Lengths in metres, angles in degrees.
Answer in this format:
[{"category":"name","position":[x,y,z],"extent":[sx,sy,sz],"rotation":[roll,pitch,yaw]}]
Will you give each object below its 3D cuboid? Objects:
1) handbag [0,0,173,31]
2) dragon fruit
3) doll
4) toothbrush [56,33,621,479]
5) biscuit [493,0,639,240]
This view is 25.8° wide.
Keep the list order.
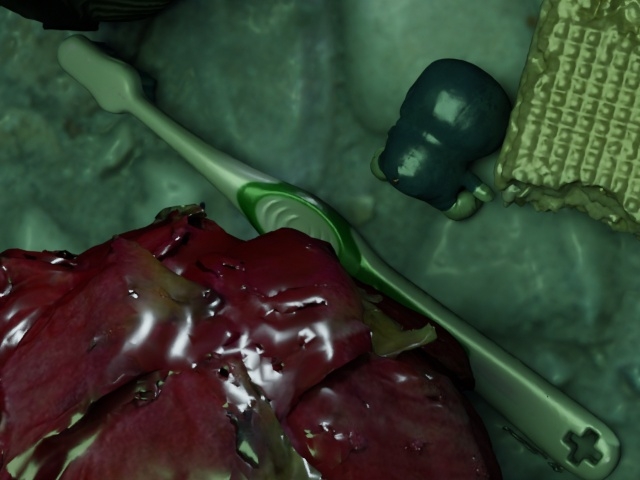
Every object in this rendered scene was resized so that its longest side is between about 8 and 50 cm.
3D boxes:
[{"category":"handbag","position":[-0.160,-0.248,0.745],"extent":[0.240,0.340,0.247],"rotation":[-20,78,40]},{"category":"dragon fruit","position":[-0.065,0.136,0.685],"extent":[0.329,0.329,0.329],"rotation":[-1,88,24]},{"category":"doll","position":[0.071,-0.056,0.770],"extent":[0.076,0.050,0.083],"rotation":[33,100,17]},{"category":"toothbrush","position":[-0.002,0.000,0.804],"extent":[0.418,0.040,0.042],"rotation":[38,106,21]},{"category":"biscuit","position":[0.169,-0.115,0.719],"extent":[0.108,0.062,0.239],"rotation":[17,96,24]}]
